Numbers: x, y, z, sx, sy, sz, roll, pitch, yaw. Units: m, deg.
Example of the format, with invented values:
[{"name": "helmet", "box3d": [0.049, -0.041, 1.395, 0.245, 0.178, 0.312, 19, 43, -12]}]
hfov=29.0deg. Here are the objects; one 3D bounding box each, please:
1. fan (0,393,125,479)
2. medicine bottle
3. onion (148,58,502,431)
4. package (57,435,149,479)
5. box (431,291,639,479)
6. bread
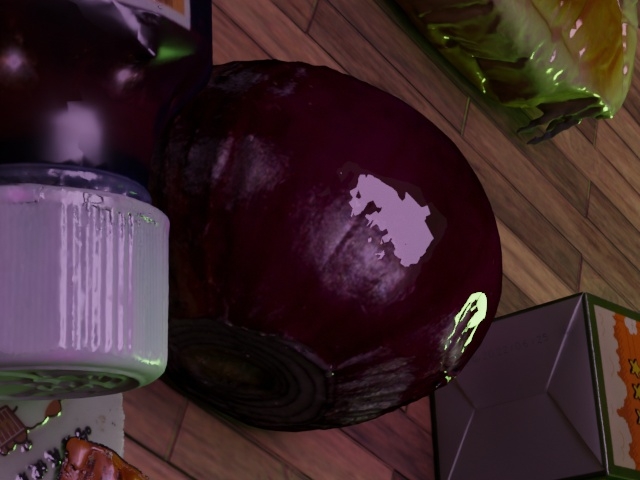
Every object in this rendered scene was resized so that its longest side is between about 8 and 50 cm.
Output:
[{"name": "fan", "box3d": [-0.246, 0.059, 0.880, 0.191, 0.009, 0.329, -38, 103, -49]}, {"name": "medicine bottle", "box3d": [-0.183, -0.095, 0.836, 0.243, 0.243, 0.394, 13, 64, -45]}, {"name": "onion", "box3d": [0.000, 0.000, 1.001, 0.336, 0.260, 0.282, 53, 47, -19]}, {"name": "package", "box3d": [-0.147, 0.198, 0.909, 0.111, 0.033, 0.077, 40, 59, -30]}, {"name": "box", "box3d": [0.229, 0.170, 1.224, 0.148, 0.195, 0.177, 20, 58, -42]}, {"name": "bread", "box3d": [0.224, -0.295, 1.466, 0.388, 0.183, 0.236, 43, 61, -37]}]
